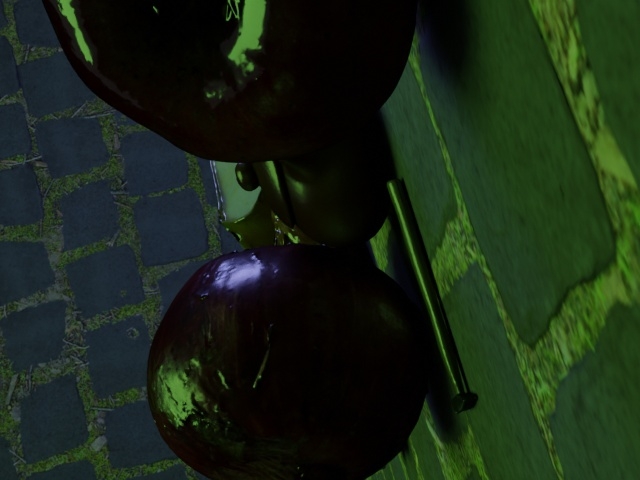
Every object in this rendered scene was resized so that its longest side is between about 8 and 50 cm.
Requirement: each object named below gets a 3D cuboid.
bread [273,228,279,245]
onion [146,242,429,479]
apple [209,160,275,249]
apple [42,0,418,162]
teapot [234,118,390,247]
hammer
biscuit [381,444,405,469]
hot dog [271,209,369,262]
[{"bbox_3d":[-0.037,0.088,1.447,0.269,0.095,0.139,100,164,-57],"label":"bread"},{"bbox_3d":[-0.031,0.134,0.971,0.276,0.276,0.276,164,90,-86],"label":"onion"},{"bbox_3d":[-0.114,-0.128,1.824,0.254,0.179,0.346,98,162,-48],"label":"apple"},{"bbox_3d":[-0.048,-0.165,0.560,0.234,0.233,0.234,164,90,-86],"label":"apple"},{"bbox_3d":[-0.014,-0.075,0.946,0.252,0.135,0.178,133,126,-84],"label":"teapot"},{"bbox_3d":[0.089,0.042,0.814,0.062,0.013,0.199,94,159,-78],"label":"hammer"},{"bbox_3d":[0.059,0.189,1.399,0.335,0.078,0.330,-167,65,-85],"label":"biscuit"},{"bbox_3d":[0.002,-0.003,1.273,0.227,0.099,0.161,-105,-6,-47],"label":"hot dog"}]
